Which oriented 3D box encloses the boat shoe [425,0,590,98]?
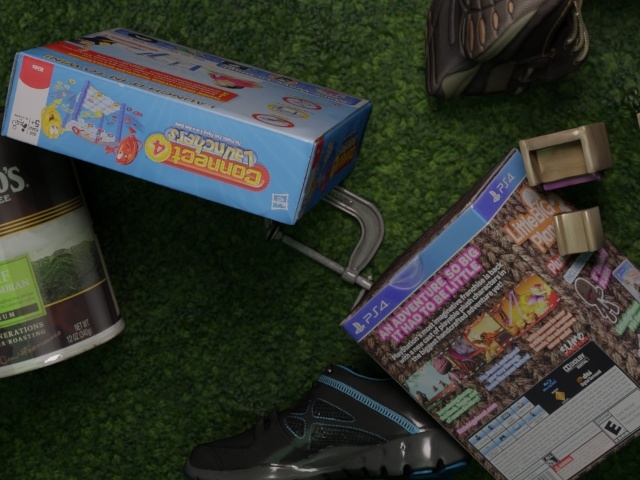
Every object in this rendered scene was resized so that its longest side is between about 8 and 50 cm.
[{"bbox_3d":[0.198,-0.224,1.545,0.130,0.355,0.132,3,84,-10],"label":"boat shoe"}]

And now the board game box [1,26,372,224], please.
[{"bbox_3d":[-0.126,-0.128,1.637,0.308,0.302,0.086,17,106,8],"label":"board game box"}]

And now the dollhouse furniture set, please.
[{"bbox_3d":[0.388,0.009,1.588,0.286,0.198,0.303,-12,92,23],"label":"dollhouse furniture set"}]

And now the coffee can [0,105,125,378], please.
[{"bbox_3d":[-0.352,-0.005,1.767,0.201,0.201,0.275,-14,100,15],"label":"coffee can"}]

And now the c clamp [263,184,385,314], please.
[{"bbox_3d":[0.000,0.000,1.784,0.160,0.022,0.137,34,107,3],"label":"c clamp"}]

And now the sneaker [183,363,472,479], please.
[{"bbox_3d":[0.005,0.218,1.802,0.341,0.125,0.140,-10,73,17],"label":"sneaker"}]

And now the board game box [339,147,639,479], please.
[{"bbox_3d":[0.213,0.096,1.662,0.291,0.141,0.232,45,128,-1],"label":"board game box"}]
